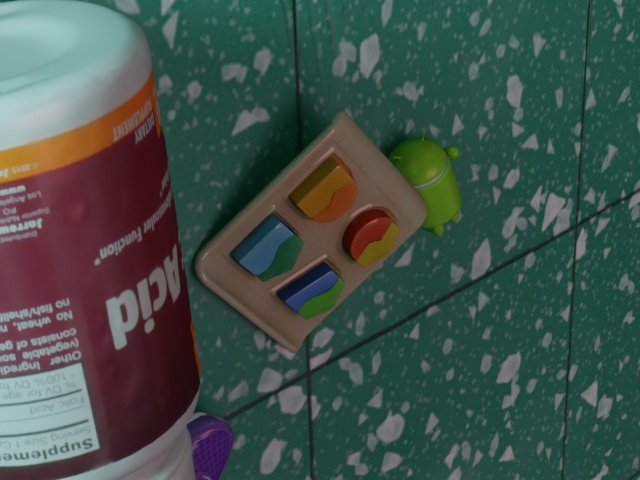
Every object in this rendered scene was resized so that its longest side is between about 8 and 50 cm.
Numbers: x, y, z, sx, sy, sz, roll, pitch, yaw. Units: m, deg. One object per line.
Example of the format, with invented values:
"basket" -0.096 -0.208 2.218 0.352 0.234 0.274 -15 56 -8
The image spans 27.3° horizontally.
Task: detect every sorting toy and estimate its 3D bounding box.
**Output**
"sorting toy" 0.000 0.000 1.282 0.208 0.038 0.193 -47 138 -1

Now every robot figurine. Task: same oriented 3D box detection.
"robot figurine" 0.109 -0.060 1.393 0.101 0.067 0.115 -41 133 -17

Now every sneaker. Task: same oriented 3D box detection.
"sneaker" -0.139 0.275 1.228 0.236 0.105 0.095 -60 138 -13

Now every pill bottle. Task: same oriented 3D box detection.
"pill bottle" -0.207 0.044 0.957 0.224 0.224 0.392 -30 127 -37
